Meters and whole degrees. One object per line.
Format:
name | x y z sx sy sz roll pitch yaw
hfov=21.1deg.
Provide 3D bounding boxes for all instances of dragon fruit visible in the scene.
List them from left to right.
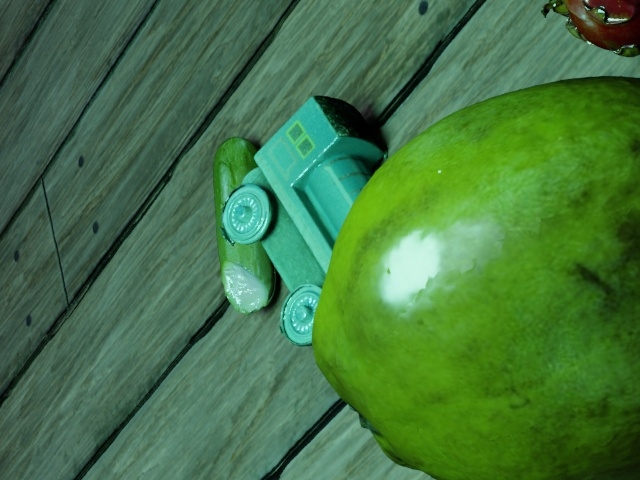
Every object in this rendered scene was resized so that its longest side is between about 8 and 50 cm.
dragon fruit | 0.268 -0.231 1.580 0.125 0.125 0.246 -52 16 -12

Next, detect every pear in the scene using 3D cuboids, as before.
pear | 0.195 0.039 1.433 0.413 0.352 0.352 -29 57 23

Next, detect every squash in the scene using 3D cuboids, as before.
squash | -0.096 -0.020 2.119 0.069 0.069 0.239 -35 55 48

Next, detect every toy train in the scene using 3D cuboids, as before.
toy train | 0.019 -0.003 1.893 0.194 0.120 0.298 -45 54 19
